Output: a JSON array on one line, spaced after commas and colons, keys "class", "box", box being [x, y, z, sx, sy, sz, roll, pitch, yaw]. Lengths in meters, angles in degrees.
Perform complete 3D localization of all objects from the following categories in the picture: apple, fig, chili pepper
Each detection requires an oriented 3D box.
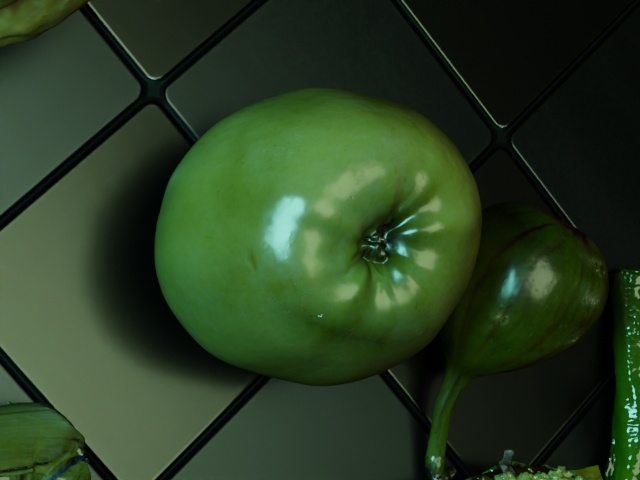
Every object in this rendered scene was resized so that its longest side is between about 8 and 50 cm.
[{"class": "apple", "box": [0.000, 0.000, 1.234, 0.262, 0.262, 0.262, 3, 82, -26]}, {"class": "fig", "box": [0.145, 0.085, 1.375, 0.151, 0.151, 0.259, 35, 97, -18]}, {"class": "chili pepper", "box": [0.309, 0.201, 1.445, 0.085, 0.076, 0.359, 7, 76, -6]}]

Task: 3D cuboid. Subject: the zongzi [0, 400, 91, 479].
[{"class": "zongzi", "box": [-0.295, 0.273, 1.125, 0.260, 0.123, 0.289, -4, 96, -29]}]

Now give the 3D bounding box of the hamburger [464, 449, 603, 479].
[{"class": "hamburger", "box": [0.182, 0.303, 1.316, 0.262, 0.138, 0.243, -8, 80, -14]}]

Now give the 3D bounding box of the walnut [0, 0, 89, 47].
[{"class": "walnut", "box": [-0.255, -0.266, 1.148, 0.257, 0.257, 0.224, -55, 143, -21]}]
